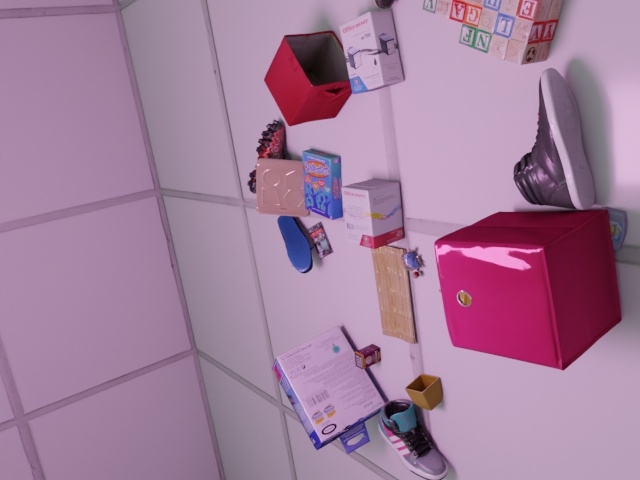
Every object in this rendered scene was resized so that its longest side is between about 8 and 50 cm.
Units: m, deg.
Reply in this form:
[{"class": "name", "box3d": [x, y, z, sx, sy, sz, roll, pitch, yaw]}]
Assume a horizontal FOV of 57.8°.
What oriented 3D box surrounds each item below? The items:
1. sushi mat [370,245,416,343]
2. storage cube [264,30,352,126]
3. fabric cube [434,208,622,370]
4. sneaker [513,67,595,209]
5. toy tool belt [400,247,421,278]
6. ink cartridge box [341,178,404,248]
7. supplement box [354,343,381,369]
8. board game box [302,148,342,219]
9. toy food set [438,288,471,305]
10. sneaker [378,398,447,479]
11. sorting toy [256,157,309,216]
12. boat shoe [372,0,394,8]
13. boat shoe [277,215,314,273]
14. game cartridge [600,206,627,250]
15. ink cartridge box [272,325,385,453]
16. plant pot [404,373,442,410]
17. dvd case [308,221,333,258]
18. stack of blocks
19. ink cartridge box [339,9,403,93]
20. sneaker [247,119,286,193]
[{"class": "sushi mat", "box3d": [0.229, 0.166, 1.822, 0.151, 0.019, 0.316, 12, 114, 55]}, {"class": "storage cube", "box3d": [-0.029, -0.480, 1.735, 0.215, 0.183, 0.193, 62, 147, 14]}, {"class": "fabric cube", "box3d": [0.435, 0.088, 1.221, 0.258, 0.259, 0.254, 4, 110, 52]}, {"class": "sneaker", "box3d": [0.462, -0.199, 1.214, 0.147, 0.104, 0.296, -5, 106, 52]}, {"class": "toy tool belt", "box3d": [0.269, 0.066, 1.684, 0.083, 0.052, 0.051, 62, 154, 14]}, {"class": "ink cartridge box", "box3d": [0.154, -0.083, 1.710, 0.128, 0.127, 0.176, 17, 119, 53]}, {"class": "supplement box", "box3d": [0.161, 0.396, 1.977, 0.043, 0.083, 0.055, 17, 119, 52]}, {"class": "board game box", "box3d": [0.005, -0.190, 1.953, 0.160, 0.047, 0.210, 24, 124, 49]}, {"class": "toy food set", "box3d": [0.428, 0.158, 1.484, 0.218, 0.071, 0.128, 44, 105, 26]}, {"class": "sneaker", "box3d": [0.293, 0.616, 1.865, 0.295, 0.124, 0.178, 34, 142, 45]}, {"class": "sorting toy", "box3d": [-0.131, -0.189, 2.065, 0.038, 0.193, 0.208, -85, -1, -62]}, {"class": "boat shoe", "box3d": [0.184, -0.676, 1.419, 0.073, 0.080, 0.223, 48, 137, 40]}, {"class": "boat shoe", "box3d": [-0.077, 0.010, 2.142, 0.089, 0.109, 0.258, 50, -160, -59]}, {"class": "game cartridge", "box3d": [0.596, -0.023, 1.187, 0.056, 0.017, 0.083, 22, 123, 46]}, {"class": "ink cartridge box", "box3d": [0.039, 0.543, 2.045, 0.395, 0.270, 0.151, 57, 158, 22]}, {"class": "plant pot", "box3d": [0.324, 0.472, 1.779, 0.081, 0.081, 0.083, -5, 112, 57]}, {"class": "dvd case", "box3d": [0.000, 0.000, 2.087, 0.087, 0.013, 0.119, -31, 79, 57]}, {"class": "stack of blocks", "box3d": [0.357, -0.504, 1.238, 0.297, 0.087, 0.171, 40, 136, 40]}, {"class": "ink cartridge box", "box3d": [0.137, -0.507, 1.571, 0.139, 0.082, 0.191, 1, 108, 56]}, {"class": "sneaker", "box3d": [-0.169, -0.296, 2.120, 0.097, 0.135, 0.276, 33, 109, 61]}]
